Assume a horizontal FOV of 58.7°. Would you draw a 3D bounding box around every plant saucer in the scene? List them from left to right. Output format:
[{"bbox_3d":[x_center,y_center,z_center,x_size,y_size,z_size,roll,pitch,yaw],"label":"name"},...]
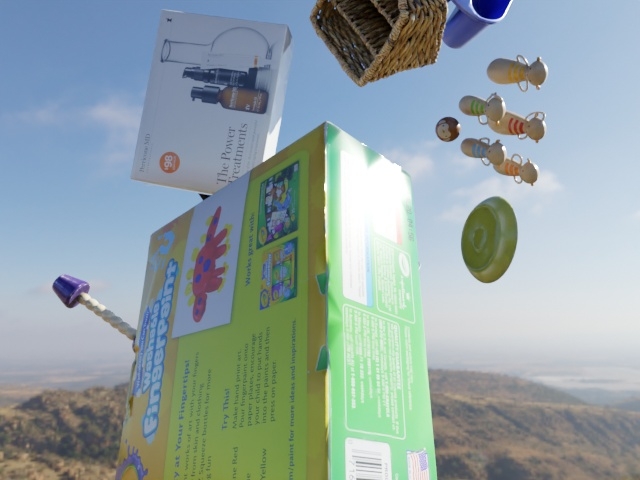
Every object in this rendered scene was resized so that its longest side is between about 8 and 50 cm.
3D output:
[{"bbox_3d":[0.446,-0.004,1.544,0.037,0.241,0.241,7,-11,-18],"label":"plant saucer"}]

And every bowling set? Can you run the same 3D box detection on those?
[{"bbox_3d":[0.361,-0.226,1.197,0.200,0.287,0.154,-23,26,-17],"label":"bowling set"}]

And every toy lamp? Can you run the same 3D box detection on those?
[{"bbox_3d":[-0.537,0.176,1.397,0.274,0.080,0.080,32,-6,7],"label":"toy lamp"}]

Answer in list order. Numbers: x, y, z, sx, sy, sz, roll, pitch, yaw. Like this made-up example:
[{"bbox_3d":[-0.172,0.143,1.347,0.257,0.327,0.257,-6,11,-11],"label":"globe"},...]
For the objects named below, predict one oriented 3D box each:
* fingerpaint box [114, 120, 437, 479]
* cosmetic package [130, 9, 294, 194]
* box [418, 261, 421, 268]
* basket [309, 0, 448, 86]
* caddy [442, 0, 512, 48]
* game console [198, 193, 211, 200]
[{"bbox_3d":[-0.067,0.151,0.664,0.163,0.445,0.371,24,-36,-39],"label":"fingerpaint box"},{"bbox_3d":[-0.231,-0.288,1.237,0.284,0.377,0.097,9,-2,9],"label":"cosmetic package"},{"bbox_3d":[0.058,0.104,1.679,0.312,0.343,0.179,-52,1,38],"label":"box"},{"bbox_3d":[0.125,-0.545,1.328,0.223,0.299,0.213,-20,-30,-13],"label":"basket"},{"bbox_3d":[0.390,-0.678,1.505,0.241,0.341,0.179,39,-36,-12],"label":"caddy"},{"bbox_3d":[-0.337,-0.074,1.892,0.044,0.361,0.213,-30,-31,-4],"label":"game console"}]
